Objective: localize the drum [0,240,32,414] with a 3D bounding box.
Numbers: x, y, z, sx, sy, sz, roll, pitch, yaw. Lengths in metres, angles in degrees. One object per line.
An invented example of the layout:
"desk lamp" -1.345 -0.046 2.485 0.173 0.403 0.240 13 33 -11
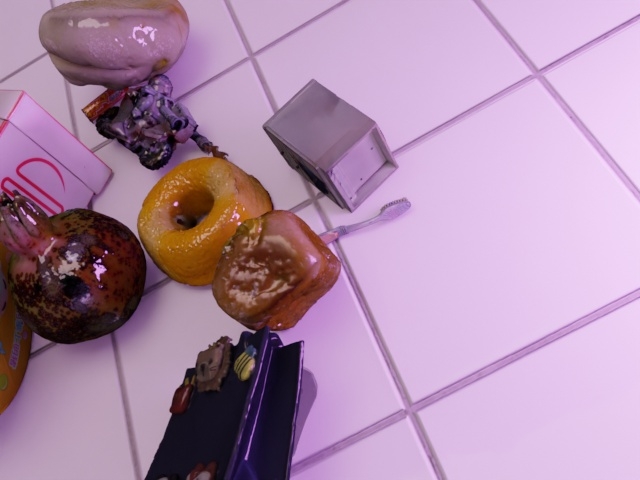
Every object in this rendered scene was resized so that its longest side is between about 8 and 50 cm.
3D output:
"drum" -0.760 0.164 1.473 0.214 0.431 0.431 -4 58 9

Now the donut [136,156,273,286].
"donut" -0.248 -0.051 1.568 0.303 0.110 0.302 -15 51 19

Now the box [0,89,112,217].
"box" -0.737 -0.139 1.739 0.314 0.312 0.300 9 66 31

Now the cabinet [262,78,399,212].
"cabinet" 0.019 -0.184 1.504 0.150 0.145 0.206 -43 52 -6

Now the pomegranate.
"pomegranate" -0.506 0.036 1.494 0.285 0.340 0.285 -17 46 18

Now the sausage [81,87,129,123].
"sausage" -0.544 -0.363 1.957 0.145 0.048 0.050 -39 56 -4

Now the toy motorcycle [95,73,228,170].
"toy motorcycle" -0.360 -0.262 1.750 0.401 0.134 0.207 34 85 38

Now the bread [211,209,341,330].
"bread" -0.084 0.050 1.343 0.195 0.246 0.176 -43 76 5

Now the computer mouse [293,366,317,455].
"computer mouse" -0.065 0.298 1.278 0.056 0.089 0.181 -6 58 48

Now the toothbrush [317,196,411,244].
"toothbrush" 0.000 0.000 1.469 0.375 0.028 0.037 -24 26 11

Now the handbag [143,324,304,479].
"handbag" -0.163 0.308 1.218 0.303 0.122 0.329 -30 41 48

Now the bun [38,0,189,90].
"bun" -0.494 -0.478 1.859 0.365 0.219 0.365 -4 24 2
